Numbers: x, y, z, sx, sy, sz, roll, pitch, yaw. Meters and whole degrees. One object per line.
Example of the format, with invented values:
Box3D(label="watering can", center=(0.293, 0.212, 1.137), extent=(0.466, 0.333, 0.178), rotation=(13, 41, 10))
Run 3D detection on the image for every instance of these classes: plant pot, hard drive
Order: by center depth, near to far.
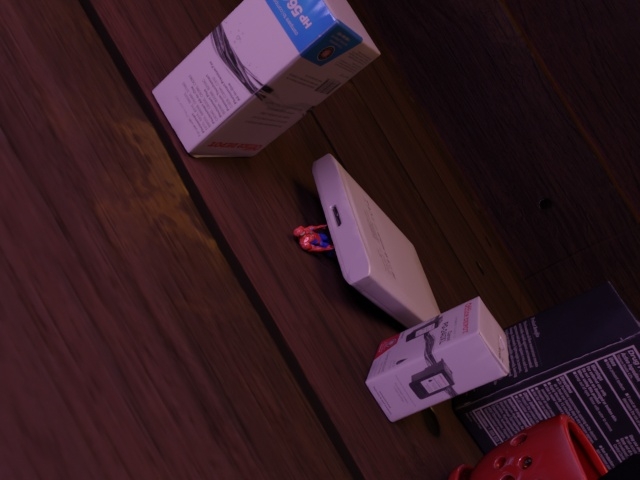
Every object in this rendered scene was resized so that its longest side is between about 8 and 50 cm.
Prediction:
Box3D(label="plant pot", center=(0.250, 0.319, 0.607), extent=(0.191, 0.174, 0.191), rotation=(45, 27, -30))
Box3D(label="hard drive", center=(0.098, 0.027, 0.795), extent=(0.307, 0.040, 0.203), rotation=(40, 28, -51))

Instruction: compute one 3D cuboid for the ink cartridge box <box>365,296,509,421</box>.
Box3D(label="ink cartridge box", center=(0.141, 0.140, 0.637), extent=(0.063, 0.150, 0.109), rotation=(57, 22, -5))

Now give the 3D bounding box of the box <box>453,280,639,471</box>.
Box3D(label="box", center=(0.420, 0.276, 0.859), extent=(0.296, 0.294, 0.183), rotation=(55, 23, -10))

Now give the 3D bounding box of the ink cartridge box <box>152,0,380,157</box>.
Box3D(label="ink cartridge box", center=(-0.055, -0.182, 0.570), extent=(0.086, 0.203, 0.148), rotation=(58, 22, 5))

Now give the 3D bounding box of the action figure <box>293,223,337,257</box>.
Box3D(label="action figure", center=(0.000, 0.000, 0.685), extent=(0.115, 0.030, 0.038), rotation=(17, 50, -55))

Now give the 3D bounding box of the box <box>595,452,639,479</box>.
Box3D(label="box", center=(0.256, 0.359, 0.347), extent=(0.343, 0.179, 0.312), rotation=(-17, 72, -24))
